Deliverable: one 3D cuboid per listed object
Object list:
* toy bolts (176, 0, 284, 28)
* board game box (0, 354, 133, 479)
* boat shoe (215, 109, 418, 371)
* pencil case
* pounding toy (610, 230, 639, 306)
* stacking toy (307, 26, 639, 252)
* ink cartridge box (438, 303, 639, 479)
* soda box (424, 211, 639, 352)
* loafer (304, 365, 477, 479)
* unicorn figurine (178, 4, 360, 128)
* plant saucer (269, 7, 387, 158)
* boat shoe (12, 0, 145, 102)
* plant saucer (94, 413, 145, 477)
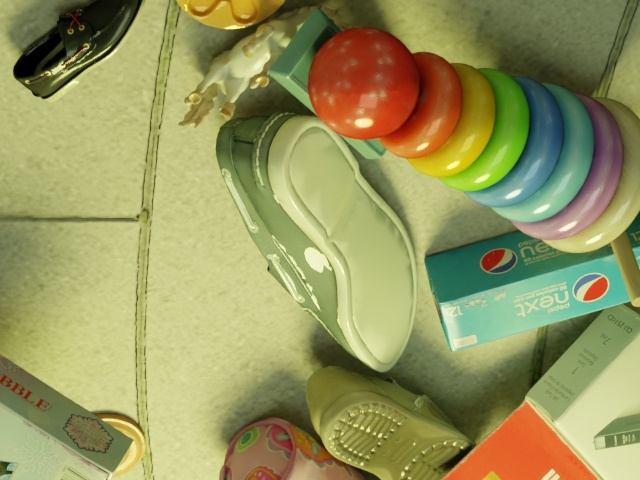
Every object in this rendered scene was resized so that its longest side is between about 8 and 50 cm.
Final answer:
[{"bbox_3d":[-0.020,-0.231,1.397,0.229,0.158,0.218,-4,129,-4],"label":"toy bolts"},{"bbox_3d":[-0.381,0.218,1.657,0.318,0.066,0.318,34,117,-2],"label":"board game box"},{"bbox_3d":[0.000,0.000,1.650,0.099,0.116,0.319,12,147,34],"label":"boat shoe"},{"bbox_3d":[0.022,0.291,1.844,0.124,0.124,0.284,-39,126,18],"label":"pencil case"},{"bbox_3d":[0.360,-0.050,1.643,0.237,0.183,0.110,-29,153,11],"label":"pounding toy"},{"bbox_3d":[0.126,-0.091,1.511,0.330,0.141,0.141,17,123,-40],"label":"stacking toy"},{"bbox_3d":[0.297,0.246,1.849,0.261,0.066,0.296,-46,125,-3],"label":"ink cartridge box"},{"bbox_3d":[0.210,0.032,1.713,0.210,0.071,0.067,-15,129,0],"label":"soda box"},{"bbox_3d":[0.074,0.188,1.797,0.102,0.092,0.268,-40,141,7],"label":"loafer"},{"bbox_3d":[-0.047,-0.153,1.510,0.162,0.111,0.060,-15,112,26],"label":"unicorn figurine"},{"bbox_3d":[0.024,-0.126,1.523,0.067,0.018,0.192,-54,146,0],"label":"plant saucer"},{"bbox_3d":[-0.197,-0.166,1.489,0.133,0.049,0.042,-38,133,22],"label":"boat shoe"},{"bbox_3d":[-0.214,0.206,1.795,0.084,0.013,0.083,-6,127,-7],"label":"plant saucer"}]
